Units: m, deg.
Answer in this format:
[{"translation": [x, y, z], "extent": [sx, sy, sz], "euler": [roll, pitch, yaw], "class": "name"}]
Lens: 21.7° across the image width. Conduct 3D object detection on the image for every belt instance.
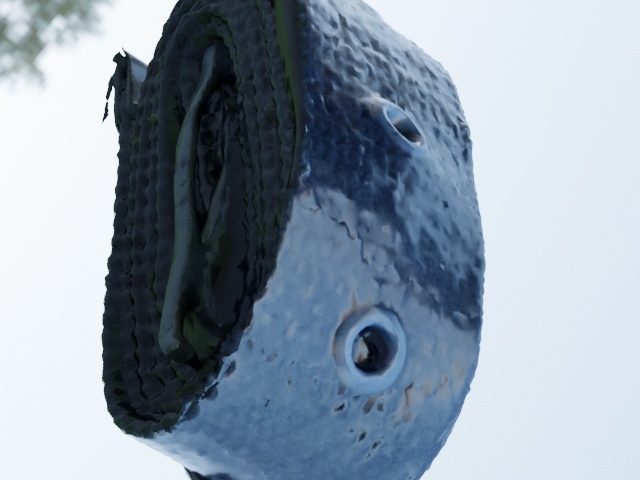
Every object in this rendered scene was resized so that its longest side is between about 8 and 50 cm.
[{"translation": [-0.001, 0.000, 0.595], "extent": [0.122, 0.128, 0.218], "euler": [-38, -146, 31], "class": "belt"}]
